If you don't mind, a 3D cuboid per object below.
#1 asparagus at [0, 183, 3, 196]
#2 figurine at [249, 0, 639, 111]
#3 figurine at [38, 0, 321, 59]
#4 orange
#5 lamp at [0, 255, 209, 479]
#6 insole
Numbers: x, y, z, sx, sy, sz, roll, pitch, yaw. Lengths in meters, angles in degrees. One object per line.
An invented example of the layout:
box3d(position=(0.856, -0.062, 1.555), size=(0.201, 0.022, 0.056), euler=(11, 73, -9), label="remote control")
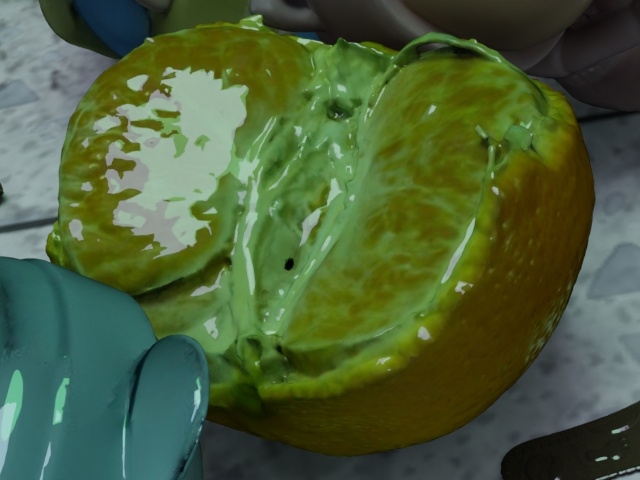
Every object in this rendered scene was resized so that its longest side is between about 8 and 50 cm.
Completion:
box3d(position=(-0.248, -0.022, 0.813), size=(0.127, 0.015, 0.018), euler=(-9, 51, 11), label="asparagus")
box3d(position=(0.110, -0.147, 0.667), size=(0.186, 0.287, 0.176), euler=(-15, 58, 59), label="figurine")
box3d(position=(-0.055, -0.154, 0.814), size=(0.262, 0.153, 0.180), euler=(25, 45, 17), label="figurine")
box3d(position=(0.004, 0.004, 0.591), size=(0.237, 0.158, 0.179), euler=(6, 55, 31), label="orange")
box3d(position=(-0.146, 0.106, 0.530), size=(0.284, 0.147, 0.209), euler=(13, 76, 41), label="lamp")
box3d(position=(0.141, 0.080, 0.579), size=(0.135, 0.002, 0.045), euler=(-19, 41, -1), label="insole")
